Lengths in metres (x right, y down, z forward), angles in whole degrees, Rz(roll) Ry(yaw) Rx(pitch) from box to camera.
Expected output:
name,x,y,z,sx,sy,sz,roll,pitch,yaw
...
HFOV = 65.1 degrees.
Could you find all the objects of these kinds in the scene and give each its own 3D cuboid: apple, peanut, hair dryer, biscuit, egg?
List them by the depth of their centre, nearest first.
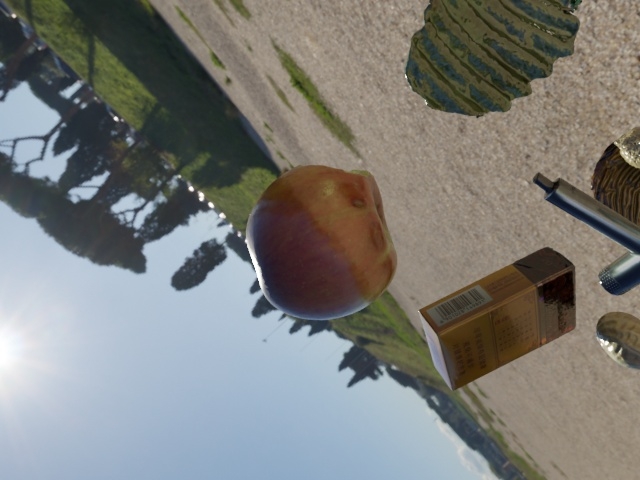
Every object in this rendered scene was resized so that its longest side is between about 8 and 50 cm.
name,x,y,z,sx,sy,sz,roll,pitch,yaw
hair dryer,0.528,-0.043,0.819,0.284,0.156,0.320,26,141,-14
apple,0.000,0.000,1.085,0.339,0.339,0.339,48,179,1
peanut,0.834,0.286,1.256,0.298,0.136,0.120,34,157,44
egg,0.823,-0.237,1.261,0.118,0.116,0.140,27,172,-20
biscuit,0.881,-0.154,1.301,0.318,0.318,0.040,47,-168,30

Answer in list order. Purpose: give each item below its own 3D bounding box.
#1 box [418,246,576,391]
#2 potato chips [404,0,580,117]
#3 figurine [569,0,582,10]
name,x,y,z,sx,sy,sz,roll,pitch,yaw
box,0.499,0.218,1.384,0.264,0.415,0.116,67,174,-35
potato chips,0.300,-0.412,0.890,0.097,0.389,0.374,10,103,60
figurine,0.810,-0.773,1.517,0.178,0.145,0.114,4,-170,-13
